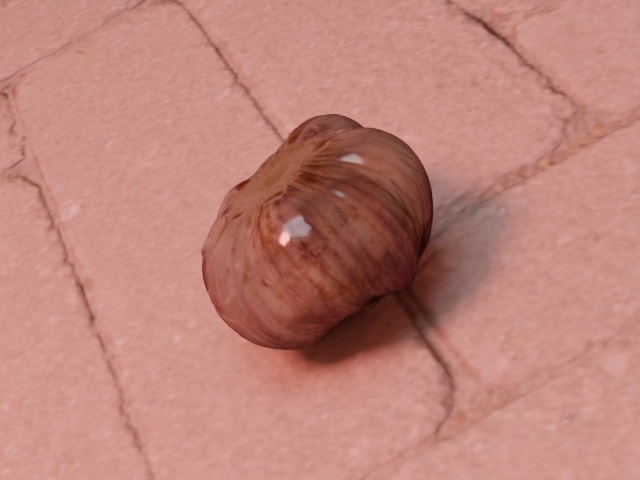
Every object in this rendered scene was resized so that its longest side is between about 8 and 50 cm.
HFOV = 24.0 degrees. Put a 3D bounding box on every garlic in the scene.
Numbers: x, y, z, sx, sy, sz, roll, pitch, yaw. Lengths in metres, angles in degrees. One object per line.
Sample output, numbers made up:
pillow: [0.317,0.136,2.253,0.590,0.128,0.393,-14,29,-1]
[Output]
garlic: [0.000,0.000,0.868,0.147,0.102,0.159,-31,20,17]
